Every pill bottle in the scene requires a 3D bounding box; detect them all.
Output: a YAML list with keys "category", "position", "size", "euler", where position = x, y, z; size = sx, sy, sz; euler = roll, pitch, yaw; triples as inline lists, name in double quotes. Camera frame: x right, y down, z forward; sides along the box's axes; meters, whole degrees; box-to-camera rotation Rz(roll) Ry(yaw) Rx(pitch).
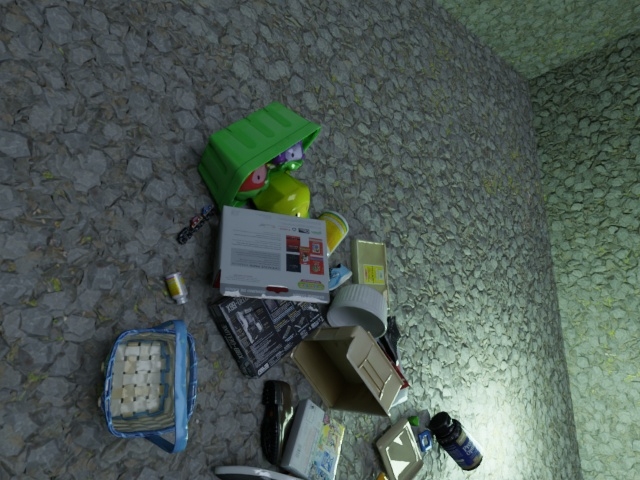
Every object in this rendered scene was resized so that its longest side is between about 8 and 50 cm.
- category: "pill bottle"
  position: [-0.383, 0.129, 1.116]
  size: [0.043, 0.043, 0.083]
  euler: [-20, 92, -42]
- category: "pill bottle"
  position: [0.544, 0.802, 1.675]
  size: [0.219, 0.123, 0.123]
  euler: [49, 52, -4]
- category: "pill bottle"
  position: [0.000, 0.000, 1.428]
  size: [0.117, 0.117, 0.208]
  euler: [53, 52, -18]

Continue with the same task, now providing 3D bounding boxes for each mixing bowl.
- category: "mixing bowl"
  position: [0.213, 0.446, 1.418]
  size: [0.098, 0.181, 0.181]
  euler: [-37, 107, -1]

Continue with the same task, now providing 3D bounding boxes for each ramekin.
- category: "ramekin"
  position: [0.133, 0.240, 1.429]
  size: [0.207, 0.207, 0.109]
  euler: [42, 46, -25]

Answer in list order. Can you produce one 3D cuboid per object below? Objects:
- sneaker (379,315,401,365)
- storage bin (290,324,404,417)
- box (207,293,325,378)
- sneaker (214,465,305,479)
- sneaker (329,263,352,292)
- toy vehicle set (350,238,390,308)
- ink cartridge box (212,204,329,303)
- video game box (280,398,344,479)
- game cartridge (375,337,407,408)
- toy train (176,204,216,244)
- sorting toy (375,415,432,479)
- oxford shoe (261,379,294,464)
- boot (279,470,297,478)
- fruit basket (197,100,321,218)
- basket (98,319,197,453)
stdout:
- category: "sneaker"
  position: [0.269, 0.372, 1.539]
  size: [0.089, 0.051, 0.170]
  euler: [-22, 90, -37]
- category: "storage bin"
  position: [0.077, 0.399, 1.295]
  size: [0.123, 0.262, 0.260]
  euler: [-46, 109, -39]
- category: "box"
  position: [-0.153, 0.227, 1.267]
  size: [0.307, 0.076, 0.242]
  euler: [-34, 102, -41]
- category: "sneaker"
  position: [-0.151, 0.689, 1.094]
  size: [0.296, 0.104, 0.147]
  euler: [24, 57, -15]
- category: "sneaker"
  position: [0.041, 0.137, 1.479]
  size: [0.073, 0.063, 0.162]
  euler: [50, 46, 3]
- category: "toy vehicle set"
  position: [0.194, 0.134, 1.613]
  size: [0.166, 0.035, 0.267]
  euler: [9, 73, -39]
- category: "ink cartridge box"
  position: [-0.141, 0.065, 1.186]
  size: [0.309, 0.130, 0.272]
  euler: [8, 58, -19]
- category: "video game box"
  position: [-0.017, 0.626, 1.272]
  size: [0.187, 0.048, 0.205]
  euler: [44, 40, -21]
- category: "game cartridge"
  position: [0.223, 0.479, 1.543]
  size: [0.196, 0.060, 0.294]
  euler: [-5, 82, -37]
- category: "toy train"
  position: [-0.356, -0.051, 1.198]
  size: [0.036, 0.027, 0.158]
  euler: [43, 55, -11]
- category: "sorting toy"
  position: [0.284, 0.782, 1.522]
  size: [0.348, 0.047, 0.196]
  euler: [-22, 89, -42]
- category: "oxford shoe"
  position: [-0.116, 0.530, 1.220]
  size: [0.096, 0.083, 0.227]
  euler: [18, 69, -41]
- category: "boot"
  position: [-0.068, 0.745, 1.214]
  size: [0.197, 0.073, 0.152]
  euler: [5, 72, -42]
- category: "fruit basket"
  position: [-0.138, -0.188, 1.282]
  size: [0.392, 0.283, 0.392]
  euler: [14, 59, -23]
- category: "basket"
  position: [-0.366, 0.315, 0.918]
  size: [0.201, 0.289, 0.254]
  euler: [11, 69, -44]
